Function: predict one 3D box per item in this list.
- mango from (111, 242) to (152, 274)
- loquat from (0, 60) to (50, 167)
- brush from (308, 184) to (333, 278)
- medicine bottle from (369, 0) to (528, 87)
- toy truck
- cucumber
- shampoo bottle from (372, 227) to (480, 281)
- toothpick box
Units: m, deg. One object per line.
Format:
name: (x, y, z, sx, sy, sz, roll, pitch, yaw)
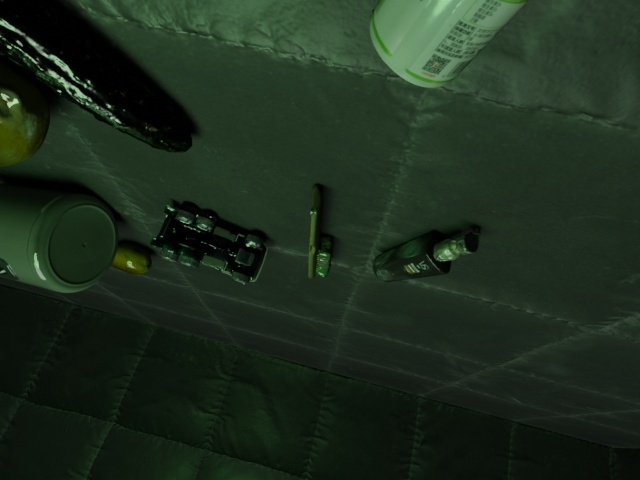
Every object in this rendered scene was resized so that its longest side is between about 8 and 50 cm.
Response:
mango: (-0.527, 0.050, 1.110, 0.160, 0.076, 0.103, 1, 156, 35)
loquat: (-0.447, -0.171, 0.539, 0.194, 0.152, 0.152, 8, 155, 35)
brush: (0.000, 0.000, 0.732, 0.048, 0.054, 0.282, 5, 154, 2)
medicine bottle: (0.107, -0.187, 0.252, 0.085, 0.086, 0.183, 22, 154, -14)
toy truck: (-0.224, 0.013, 0.836, 0.215, 0.111, 0.116, 22, 167, -14)
cucumber: (-0.273, -0.193, 0.470, 0.072, 0.081, 0.303, -33, 132, 21)
shampoo bottle: (0.172, 0.026, 0.682, 0.057, 0.064, 0.207, 37, 151, -18)
toothpick box: (-0.640, -0.007, 0.880, 0.315, 0.229, 0.229, 9, 154, 15)
